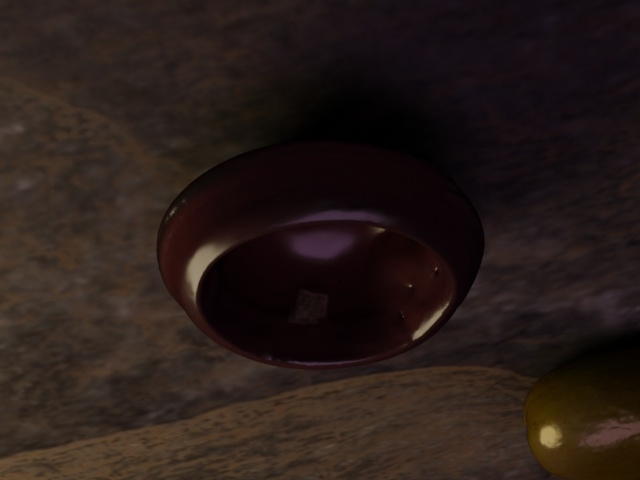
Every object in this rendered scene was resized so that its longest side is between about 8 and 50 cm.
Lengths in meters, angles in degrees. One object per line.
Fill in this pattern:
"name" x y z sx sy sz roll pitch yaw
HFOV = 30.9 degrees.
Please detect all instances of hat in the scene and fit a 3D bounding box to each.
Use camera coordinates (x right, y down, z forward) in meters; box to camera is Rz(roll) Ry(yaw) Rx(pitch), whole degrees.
"hat" 0.000 0.000 0.698 0.206 0.089 0.205 -1 143 -1

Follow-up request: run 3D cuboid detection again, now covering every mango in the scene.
"mango" 0.252 0.130 0.886 0.195 0.091 0.130 -19 137 1
